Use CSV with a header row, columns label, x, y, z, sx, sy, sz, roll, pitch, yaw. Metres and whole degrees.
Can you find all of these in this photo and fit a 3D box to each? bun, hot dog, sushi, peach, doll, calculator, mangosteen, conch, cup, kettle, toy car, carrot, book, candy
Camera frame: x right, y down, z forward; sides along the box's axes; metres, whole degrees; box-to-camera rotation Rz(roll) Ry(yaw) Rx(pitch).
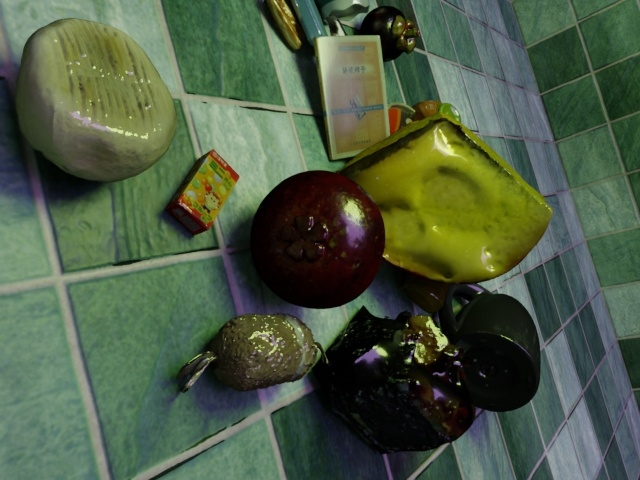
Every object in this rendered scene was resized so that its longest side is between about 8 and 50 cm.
label,x,y,z,sx,sy,sz,roll,pitch,yaw
bun,-0.273,-0.162,0.614,0.178,0.127,0.193,1,64,-50
hot dog,-0.076,-0.440,1.032,0.133,0.041,0.056,53,41,-33
sushi,0.152,0.244,0.887,0.215,0.212,0.227,-40,108,-50
peach,0.224,-0.087,1.035,0.380,0.306,0.242,34,15,-4
doll,-0.094,0.154,0.720,0.221,0.114,0.105,7,80,-42
calculator,-0.032,-0.484,1.068,0.210,0.039,0.121,66,15,-8
mangosteen,0.000,0.000,0.831,0.257,0.214,0.215,14,60,-81
conch,0.082,-0.376,1.133,0.086,0.080,0.233,-28,118,-37
mangosteen,0.174,-0.507,1.264,0.137,0.151,0.137,-27,125,-47
cup,0.039,-0.580,1.128,0.300,0.167,0.173,-47,124,-75
kettle,0.392,0.209,1.223,0.268,0.207,0.290,39,35,4
toy car,0.218,-0.235,1.240,0.234,0.145,0.235,10,69,-28
carrot,0.257,0.022,1.187,0.114,0.114,0.302,46,48,-28
book,0.072,-0.300,1.076,0.170,0.018,0.242,-16,105,-33
candy,-0.172,-0.072,0.763,0.062,0.038,0.122,46,45,-28
